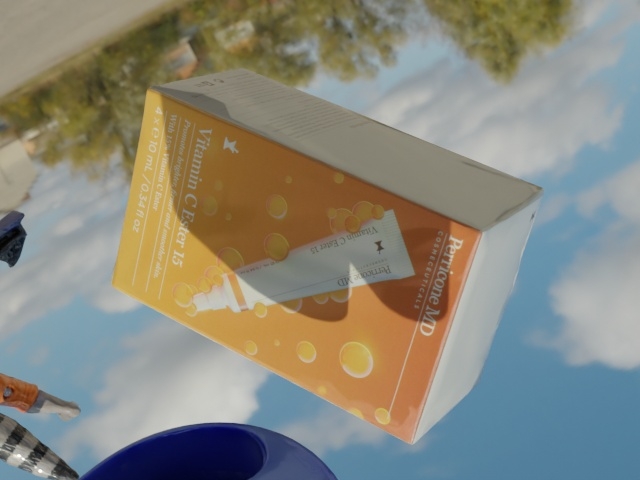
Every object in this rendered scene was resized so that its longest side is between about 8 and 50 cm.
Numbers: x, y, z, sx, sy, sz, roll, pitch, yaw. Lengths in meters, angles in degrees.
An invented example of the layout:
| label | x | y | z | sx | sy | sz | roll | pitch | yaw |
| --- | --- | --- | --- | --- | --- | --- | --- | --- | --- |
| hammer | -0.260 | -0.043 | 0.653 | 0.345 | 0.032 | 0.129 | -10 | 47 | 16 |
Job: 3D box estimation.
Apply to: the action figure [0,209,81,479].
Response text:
| label | x | y | z | sx | sy | sz | roll | pitch | yaw |
| --- | --- | --- | --- | --- | --- | --- | --- | --- | --- |
| action figure | -0.386 | 0.121 | 1.180 | 0.178 | 0.330 | 0.341 | 4 | -131 | 51 |

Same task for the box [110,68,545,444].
| label | x | y | z | sx | sy | sz | roll | pitch | yaw |
| --- | --- | --- | --- | --- | --- | --- | --- | --- | --- |
| box | 0.000 | 0.000 | 1.033 | 0.345 | 0.215 | 0.168 | 24 | -155 | 22 |

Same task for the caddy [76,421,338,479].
| label | x | y | z | sx | sy | sz | roll | pitch | yaw |
| --- | --- | --- | --- | --- | --- | --- | --- | --- | --- |
| caddy | -0.122 | 0.270 | 0.722 | 0.341 | 0.179 | 0.241 | -36 | -136 | -21 |
